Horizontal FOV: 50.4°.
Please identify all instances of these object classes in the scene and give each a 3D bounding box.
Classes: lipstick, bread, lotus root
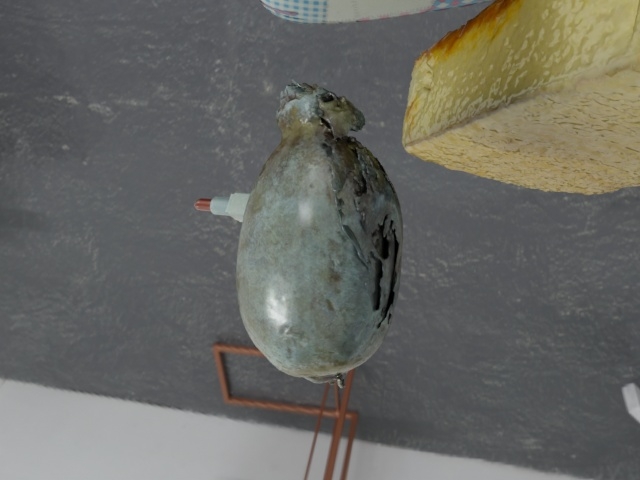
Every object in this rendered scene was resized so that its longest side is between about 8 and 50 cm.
[{"bbox_3d":[-0.112,-0.043,0.863,0.129,0.030,0.030,6,162,32],"label":"lipstick"},{"bbox_3d":[0.196,-0.107,0.471,0.184,0.274,0.114,12,86,-18],"label":"bread"},{"bbox_3d":[0.000,0.001,0.357,0.088,0.088,0.165,4,103,10],"label":"lotus root"}]

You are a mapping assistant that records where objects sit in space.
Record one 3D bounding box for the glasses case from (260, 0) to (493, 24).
[{"bbox_3d":[0.099,-0.247,0.542,0.327,0.076,0.125,-7,148,8],"label":"glasses case"}]
